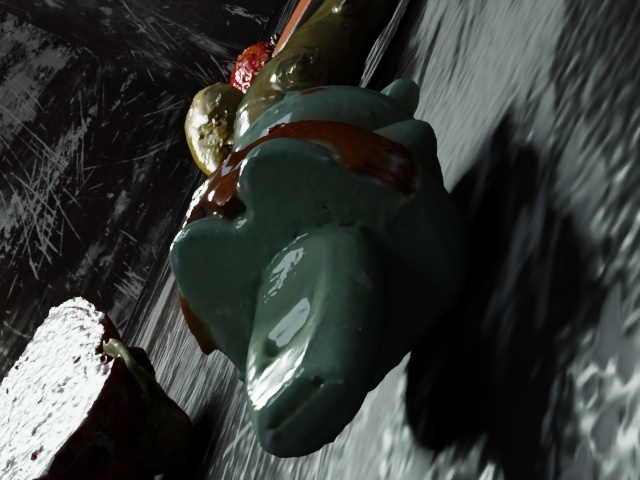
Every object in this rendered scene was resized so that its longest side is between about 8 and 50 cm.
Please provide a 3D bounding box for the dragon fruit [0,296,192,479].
[{"bbox_3d":[-0.180,0.191,0.914,0.205,0.152,0.317,-20,32,49],"label":"dragon fruit"}]

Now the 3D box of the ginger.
[{"bbox_3d":[-0.001,-0.112,0.888,0.334,0.081,0.148,-63,-12,-7],"label":"ginger"}]

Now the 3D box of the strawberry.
[{"bbox_3d":[-0.095,-0.206,1.742,0.146,0.082,0.187,-68,2,-70],"label":"strawberry"}]

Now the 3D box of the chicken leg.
[{"bbox_3d":[-0.100,-0.101,1.429,0.207,0.101,0.085,-105,34,-46],"label":"chicken leg"}]

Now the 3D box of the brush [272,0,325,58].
[{"bbox_3d":[0.010,-0.268,1.358,0.323,0.051,0.070,-59,16,12],"label":"brush"}]

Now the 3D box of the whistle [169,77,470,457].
[{"bbox_3d":[0.000,0.002,0.460,0.253,0.105,0.102,-83,4,-66],"label":"whistle"}]
